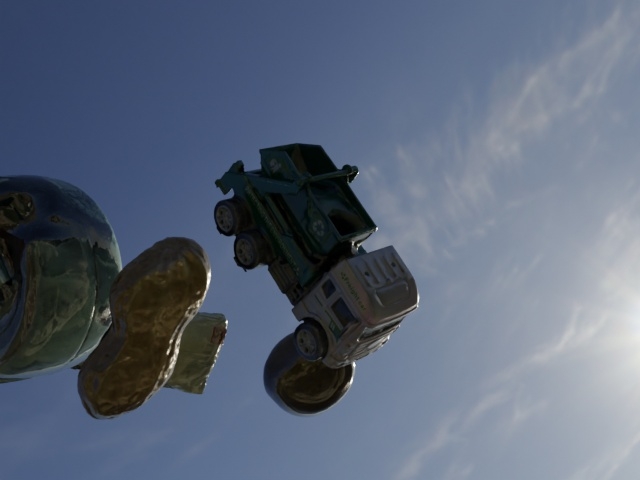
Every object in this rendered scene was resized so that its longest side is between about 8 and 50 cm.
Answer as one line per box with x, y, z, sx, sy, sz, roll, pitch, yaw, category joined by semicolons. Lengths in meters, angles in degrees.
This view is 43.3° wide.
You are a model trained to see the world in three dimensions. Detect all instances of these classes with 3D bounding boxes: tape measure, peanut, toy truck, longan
-0.384;0.051;1.020;0.275;0.256;0.147;-43;-19;27;tape measure
-0.171;0.084;0.775;0.089;0.089;0.193;28;-98;-51;peanut
0.000;0.000;0.748;0.110;0.216;0.116;-16;-24;-42;toy truck
-0.022;0.255;1.549;0.189;0.189;0.189;-23;-40;-21;longan

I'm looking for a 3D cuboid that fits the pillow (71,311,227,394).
-0.254;0.146;1.180;0.229;0.051;0.128;17;-94;-26;pillow
